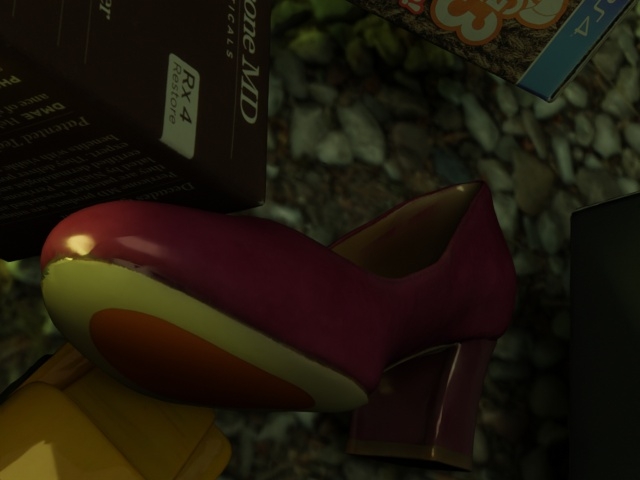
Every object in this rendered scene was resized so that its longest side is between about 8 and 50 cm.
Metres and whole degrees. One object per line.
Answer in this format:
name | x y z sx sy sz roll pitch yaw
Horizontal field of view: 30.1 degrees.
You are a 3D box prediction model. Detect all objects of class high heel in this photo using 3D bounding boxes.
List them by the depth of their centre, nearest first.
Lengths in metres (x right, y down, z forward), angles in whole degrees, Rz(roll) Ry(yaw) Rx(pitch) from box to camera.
high heel | 0.000 0.000 0.580 0.377 0.127 0.181 39 56 -62

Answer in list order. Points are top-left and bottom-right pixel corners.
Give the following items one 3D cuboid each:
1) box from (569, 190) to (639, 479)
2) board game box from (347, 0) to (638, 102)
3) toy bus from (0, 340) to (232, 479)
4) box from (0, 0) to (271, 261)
box | 0.294 0.140 0.688 0.294 0.182 0.296 24 61 -39
board game box | 0.046 -0.253 0.707 0.291 0.141 0.232 23 37 -18
toy bus | -0.170 0.168 0.510 0.108 0.130 0.332 48 59 -5
box | -0.144 -0.109 0.548 0.203 0.167 0.169 32 53 -54
